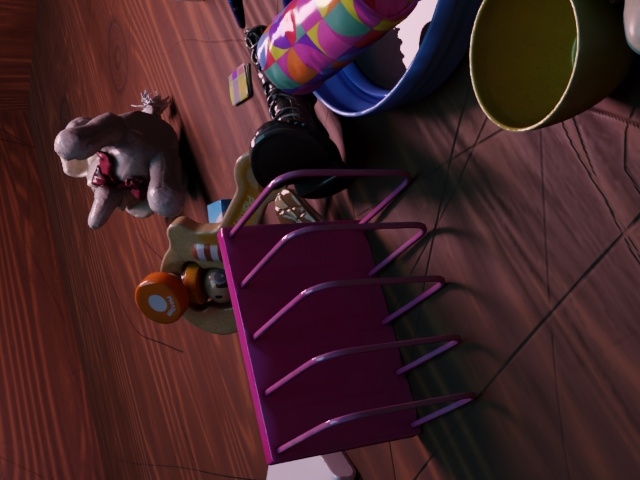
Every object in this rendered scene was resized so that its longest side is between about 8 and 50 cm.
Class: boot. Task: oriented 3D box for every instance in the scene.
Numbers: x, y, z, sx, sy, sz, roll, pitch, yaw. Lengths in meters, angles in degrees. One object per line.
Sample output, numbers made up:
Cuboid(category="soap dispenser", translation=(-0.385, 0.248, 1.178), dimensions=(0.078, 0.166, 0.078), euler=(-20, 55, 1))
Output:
Cuboid(category="boot", translation=(-0.054, -0.178, 1.091), dimensions=(0.228, 0.091, 0.263), euler=(70, -167, 14))

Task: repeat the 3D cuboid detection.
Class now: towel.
Cuboid(category="towel", translation=(-0.140, -0.270, 1.466), dimensions=(0.083, 0.010, 0.060), euler=(-15, 81, 63))

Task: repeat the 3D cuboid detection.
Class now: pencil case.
Cuboid(category="pencil case", translation=(0.014, -0.239, 0.905), dimensions=(0.236, 0.105, 0.104), euler=(-26, 70, 61))

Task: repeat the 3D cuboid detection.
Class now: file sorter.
Cuboid(category="file sorter", translation=(0.031, 0.080, 0.973), dimensions=(0.182, 0.202, 0.290), euler=(-45, 54, 54))

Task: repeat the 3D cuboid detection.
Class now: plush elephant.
Cuboid(category="plush elephant", translation=(-0.421, -0.142, 1.773), dimensions=(0.255, 0.272, 0.330), euler=(-53, 18, 35))

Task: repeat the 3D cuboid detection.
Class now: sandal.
Cuboid(category="sandal", translation=(0.000, 0.000, 1.179), dimensions=(0.072, 0.049, 0.180), euler=(-48, 68, 38))

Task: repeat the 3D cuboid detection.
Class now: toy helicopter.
Cuboid(category="toy helicopter", translation=(-0.120, 0.013, 1.294), dimensions=(0.355, 0.235, 0.140), euler=(-63, -2, 34))

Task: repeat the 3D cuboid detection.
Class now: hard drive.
Cuboid(category="hard drive", translation=(-0.030, 0.416, 1.315), dimensions=(0.203, 0.040, 0.307), euler=(47, 134, 51))

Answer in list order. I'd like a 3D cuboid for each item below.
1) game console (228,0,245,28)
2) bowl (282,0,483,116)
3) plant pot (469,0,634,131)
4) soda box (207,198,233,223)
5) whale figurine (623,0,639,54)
Cuboid(category="game console", translation=(-0.075, -0.462, 1.114), dimensions=(0.250, 0.173, 0.292), euler=(-9, 89, 32))
Cuboid(category="bowl", translation=(0.068, -0.340, 0.976), dimensions=(0.391, 0.077, 0.390), euler=(15, 107, 62))
Cuboid(category="plant pot", translation=(0.204, -0.159, 0.713), dimensions=(0.134, 0.095, 0.134), euler=(16, 108, 61))
Cuboid(category="soda box", translation=(-0.144, 0.035, 1.454), dimensions=(0.071, 0.067, 0.210), euler=(-15, 81, 63))
Cuboid(category="whale figurine", translation=(0.218, -0.244, 0.615), dimensions=(0.271, 0.216, 0.141), euler=(68, -173, 23))
